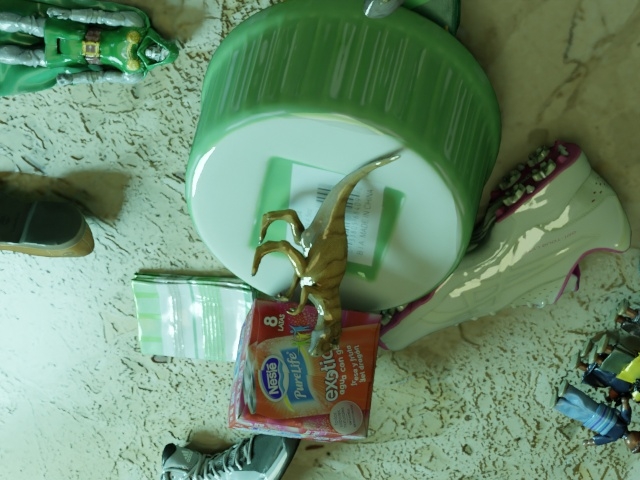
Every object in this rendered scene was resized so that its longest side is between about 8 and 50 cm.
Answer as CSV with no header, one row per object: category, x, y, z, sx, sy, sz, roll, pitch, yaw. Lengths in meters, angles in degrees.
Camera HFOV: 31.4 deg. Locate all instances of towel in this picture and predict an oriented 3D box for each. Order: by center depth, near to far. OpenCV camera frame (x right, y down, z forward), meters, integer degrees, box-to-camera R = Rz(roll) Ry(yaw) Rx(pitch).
towel,-0.144,0.094,1.332,0.152,0.023,0.113,3,116,11

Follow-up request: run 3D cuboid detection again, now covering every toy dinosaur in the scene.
toy dinosaur,0.000,0.000,1.023,0.112,0.064,0.211,10,117,1

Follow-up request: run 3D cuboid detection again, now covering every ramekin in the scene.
ramekin,0.016,-0.068,1.094,0.303,0.148,0.303,7,137,7

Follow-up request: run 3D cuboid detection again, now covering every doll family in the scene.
doll family,0.331,0.153,1.222,0.111,0.076,0.193,28,138,0

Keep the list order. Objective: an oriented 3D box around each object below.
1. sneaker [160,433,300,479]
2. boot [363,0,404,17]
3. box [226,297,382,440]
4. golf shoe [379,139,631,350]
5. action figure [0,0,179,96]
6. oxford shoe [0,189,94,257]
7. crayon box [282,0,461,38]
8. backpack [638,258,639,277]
sneaker,-0.125,0.275,1.384,0.132,0.086,0.229,35,119,-3
boot,0.084,-0.239,0.969,0.037,0.114,0.106,44,117,-12
box,-0.024,0.140,1.179,0.128,0.257,0.123,8,79,-5
golf shoe,0.185,0.038,1.183,0.140,0.115,0.306,41,118,-13
action figure,-0.261,-0.206,1.192,0.232,0.063,0.137,4,114,7
oxford shoe,-0.357,-0.013,1.305,0.212,0.076,0.076,13,158,17
crayon box,0.051,-0.326,1.046,0.165,0.081,0.278,5,117,10
backpack,0.382,0.031,1.148,0.114,0.084,0.105,10,115,11
